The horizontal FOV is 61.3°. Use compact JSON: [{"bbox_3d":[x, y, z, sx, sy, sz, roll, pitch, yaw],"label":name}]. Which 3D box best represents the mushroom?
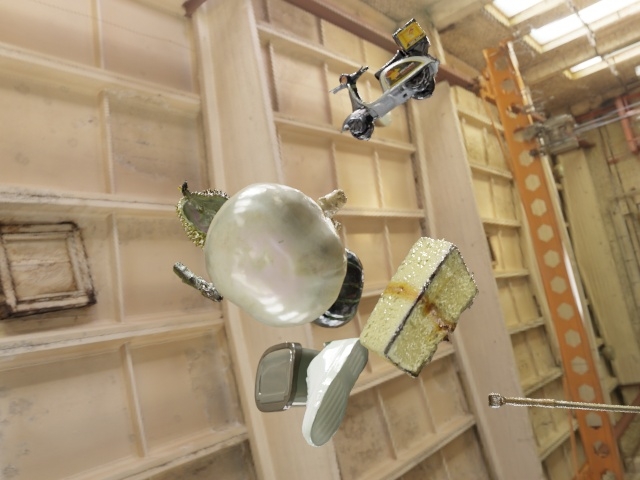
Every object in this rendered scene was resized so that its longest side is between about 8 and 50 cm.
[{"bbox_3d":[-0.076,0.020,0.982,0.234,0.254,0.259,-61,-29,-74],"label":"mushroom"}]

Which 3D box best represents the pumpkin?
[{"bbox_3d":[0.044,0.178,2.090,0.242,0.323,0.322,15,-120,-12],"label":"pumpkin"}]

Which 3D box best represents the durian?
[{"bbox_3d":[-0.308,-0.051,1.477,0.237,0.138,0.193,45,-132,-7],"label":"durian"}]

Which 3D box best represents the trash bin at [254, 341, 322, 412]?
[{"bbox_3d":[-0.055,0.459,1.785,0.250,0.220,0.219,15,-114,-35],"label":"trash bin"}]

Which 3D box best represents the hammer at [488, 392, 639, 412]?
[{"bbox_3d":[0.178,0.112,0.367,0.014,0.123,0.029,43,-132,-69],"label":"hammer"}]

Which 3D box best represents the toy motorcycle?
[{"bbox_3d":[0.140,-0.341,1.192,0.157,0.263,0.091,59,-163,15],"label":"toy motorcycle"}]

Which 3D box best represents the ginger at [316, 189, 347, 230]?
[{"bbox_3d":[0.000,0.000,1.295,0.089,0.287,0.075,-11,-139,-34],"label":"ginger"}]

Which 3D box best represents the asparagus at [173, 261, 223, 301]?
[{"bbox_3d":[-0.263,0.093,1.169,0.030,0.165,0.036,29,-93,-56],"label":"asparagus"}]

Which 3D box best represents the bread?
[{"bbox_3d":[0.211,0.137,0.992,0.178,0.135,0.240,35,-96,-18],"label":"bread"}]

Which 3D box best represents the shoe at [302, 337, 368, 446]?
[{"bbox_3d":[0.005,0.430,1.589,0.131,0.160,0.363,62,-138,-27],"label":"shoe"}]
